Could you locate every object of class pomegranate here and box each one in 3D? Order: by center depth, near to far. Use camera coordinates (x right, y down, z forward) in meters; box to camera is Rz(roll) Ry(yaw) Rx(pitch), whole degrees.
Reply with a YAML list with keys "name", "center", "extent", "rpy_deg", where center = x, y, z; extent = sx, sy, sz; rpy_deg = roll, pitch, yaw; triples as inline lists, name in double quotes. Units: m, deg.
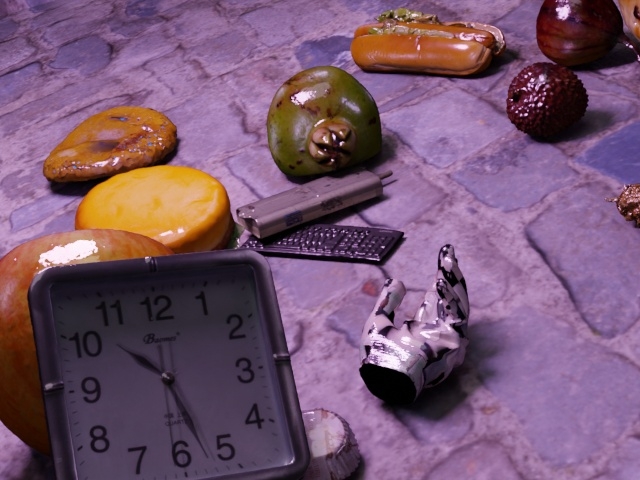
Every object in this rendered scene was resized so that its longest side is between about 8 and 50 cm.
- name: "pomegranate"
  center: [-0.008, -0.196, 2.069]
  extent: [0.189, 0.159, 0.241]
  rpy_deg: [-4, 26, 25]

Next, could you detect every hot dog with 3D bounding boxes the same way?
- name: "hot dog"
  center: [-0.052, 0.243, 1.411]
  extent: [0.191, 0.059, 0.108]
  rpy_deg: [-11, 41, 0]
- name: "hot dog"
  center: [0.189, -0.377, 2.387]
  extent: [0.337, 0.100, 0.135]
  rpy_deg: [10, 38, 39]

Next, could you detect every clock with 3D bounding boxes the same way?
- name: "clock"
  center: [-0.164, 0.152, 1.353]
  extent: [0.273, 0.279, 0.049]
  rpy_deg: [-5, -21, -21]

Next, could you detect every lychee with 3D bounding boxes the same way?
- name: "lychee"
  center: [0.363, -0.224, 2.007]
  extent: [0.129, 0.123, 0.123]
  rpy_deg: [17, 32, 0]

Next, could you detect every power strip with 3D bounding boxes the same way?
- name: "power strip"
  center: [-0.002, -0.067, 1.958]
  extent: [0.268, 0.034, 0.092]
  rpy_deg: [-21, 23, -21]

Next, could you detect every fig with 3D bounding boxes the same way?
- name: "fig"
  center: [0.462, -0.379, 2.199]
  extent: [0.149, 0.148, 0.202]
  rpy_deg: [9, 1, -30]

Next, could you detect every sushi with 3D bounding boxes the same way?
- name: "sushi"
  center: [0.446, -0.050, 1.700]
  extent: [0.118, 0.062, 0.060]
  rpy_deg: [-7, 2, 28]

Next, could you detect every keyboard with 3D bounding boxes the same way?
- name: "keyboard"
  center: [0.000, 0.000, 1.876]
  extent: [0.250, 0.017, 0.087]
  rpy_deg: [4, 34, 32]

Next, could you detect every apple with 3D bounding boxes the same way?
- name: "apple"
  center: [-0.276, 0.131, 1.515]
  extent: [0.301, 0.302, 0.301]
  rpy_deg: [-12, 28, 6]

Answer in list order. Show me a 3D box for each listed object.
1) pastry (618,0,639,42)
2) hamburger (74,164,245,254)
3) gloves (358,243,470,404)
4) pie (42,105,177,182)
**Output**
- name: "pastry"
  center: [0.615, -0.386, 2.130]
  extent: [0.236, 0.170, 0.256]
  rpy_deg: [16, 26, -19]
- name: "hamburger"
  center: [-0.230, 0.011, 1.807]
  extent: [0.246, 0.170, 0.246]
  rpy_deg: [-3, 37, 2]
- name: "gloves"
  center: [0.127, 0.102, 1.537]
  extent: [0.127, 0.111, 0.212]
  rpy_deg: [-22, 18, 47]
- name: "pie"
  center: [-0.390, -0.171, 2.327]
  extent: [0.273, 0.069, 0.273]
  rpy_deg: [-12, 29, 7]
